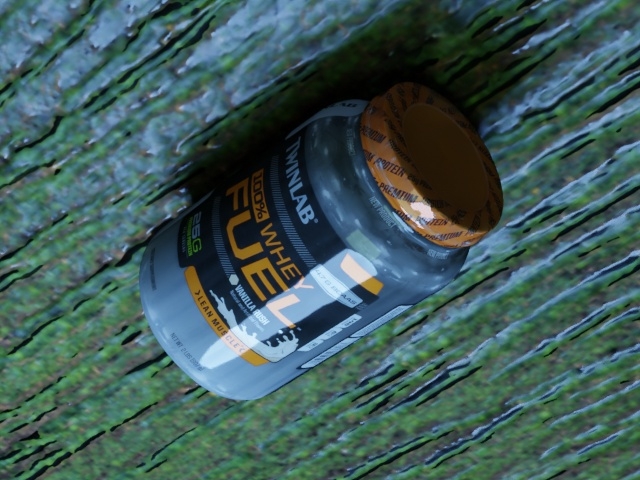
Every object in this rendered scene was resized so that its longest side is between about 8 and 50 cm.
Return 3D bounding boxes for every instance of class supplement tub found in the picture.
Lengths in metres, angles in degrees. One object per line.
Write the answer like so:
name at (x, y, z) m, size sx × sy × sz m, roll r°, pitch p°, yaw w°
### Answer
supplement tub at (0.000, 0.000, 0.888) m, size 0.117 × 0.117 × 0.190 m, roll 37°, pitch 128°, yaw -25°
